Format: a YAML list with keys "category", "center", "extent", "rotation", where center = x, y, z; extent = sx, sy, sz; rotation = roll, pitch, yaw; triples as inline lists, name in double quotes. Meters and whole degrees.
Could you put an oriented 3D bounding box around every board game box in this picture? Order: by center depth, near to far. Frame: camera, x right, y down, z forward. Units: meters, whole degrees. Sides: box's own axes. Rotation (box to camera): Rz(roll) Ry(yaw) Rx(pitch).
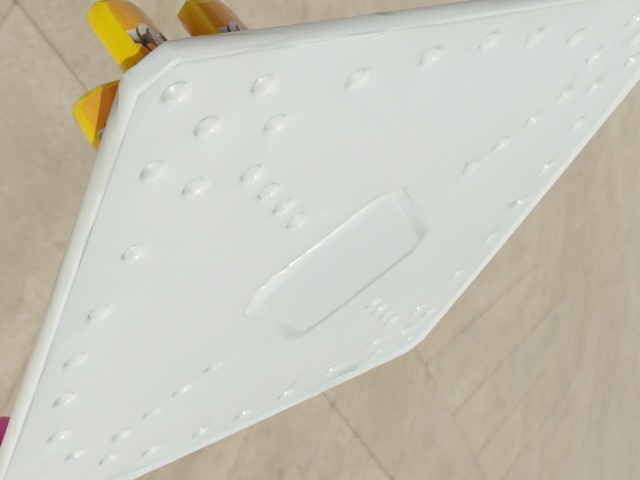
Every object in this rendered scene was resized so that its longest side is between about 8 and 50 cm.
- category: "board game box"
  center: [0.000, 0.000, 0.576]
  extent: [0.390, 0.050, 0.390]
  rotation: [-19, 152, -39]
